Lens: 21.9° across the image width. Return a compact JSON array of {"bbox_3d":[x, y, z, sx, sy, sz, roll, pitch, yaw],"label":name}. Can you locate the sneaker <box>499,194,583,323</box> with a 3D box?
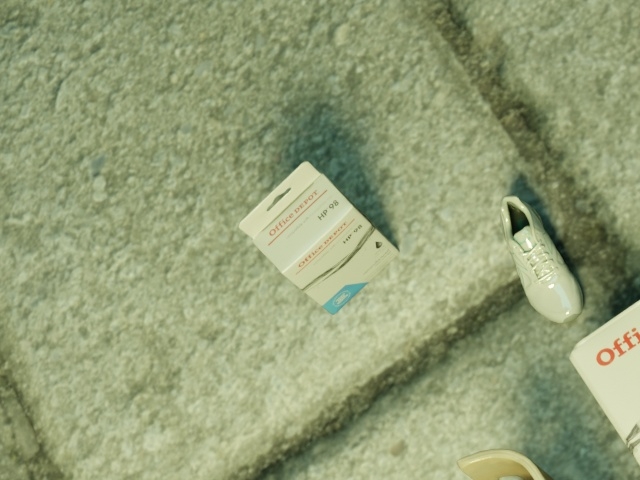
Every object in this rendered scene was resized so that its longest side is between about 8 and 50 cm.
[{"bbox_3d":[0.221,0.019,1.706,0.053,0.061,0.152,-30,62,8],"label":"sneaker"}]

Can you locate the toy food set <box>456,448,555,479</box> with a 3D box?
[{"bbox_3d":[0.237,0.338,1.479,0.092,0.220,0.306,-33,61,8],"label":"toy food set"}]

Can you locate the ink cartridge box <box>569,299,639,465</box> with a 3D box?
[{"bbox_3d":[0.391,0.170,1.537,0.198,0.115,0.273,-35,61,8],"label":"ink cartridge box"}]

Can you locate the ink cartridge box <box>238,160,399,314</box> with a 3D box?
[{"bbox_3d":[0.000,0.000,1.741,0.104,0.180,0.060,-44,59,3],"label":"ink cartridge box"}]
